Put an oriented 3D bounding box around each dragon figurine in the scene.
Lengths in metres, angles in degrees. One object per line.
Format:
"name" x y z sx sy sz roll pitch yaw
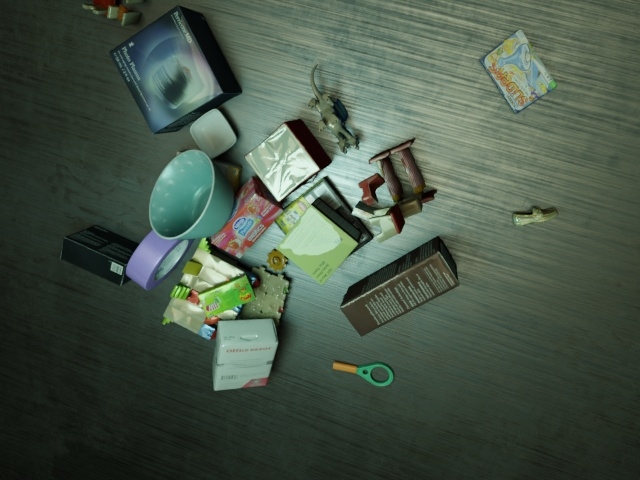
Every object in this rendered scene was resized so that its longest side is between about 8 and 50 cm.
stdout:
"dragon figurine" 0.033 -0.414 1.584 0.085 0.144 0.289 -28 79 21

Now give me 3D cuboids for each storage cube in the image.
"storage cube" -0.103 -0.268 1.602 0.183 0.193 0.215 -35 97 20

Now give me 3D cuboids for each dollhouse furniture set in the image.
"dollhouse furniture set" 0.233 -0.164 1.462 0.152 0.374 0.201 -21 102 22
"dollhouse furniture set" -0.703 -0.882 1.615 0.262 0.135 0.259 29 122 3

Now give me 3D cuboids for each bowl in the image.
"bowl" -0.368 -0.374 1.706 0.142 0.053 0.142 -30 98 19
"bowl" -0.411 -0.132 1.639 0.311 0.163 0.312 -13 68 32

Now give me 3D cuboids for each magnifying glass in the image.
"magnifying glass" 0.162 0.498 1.856 0.230 0.026 0.092 10 108 11

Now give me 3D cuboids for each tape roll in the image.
"tape roll" -0.571 0.044 1.757 0.090 0.275 0.275 36 110 0

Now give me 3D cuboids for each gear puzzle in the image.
"gear puzzle" -0.199 0.185 1.840 0.175 0.044 0.339 20 106 17

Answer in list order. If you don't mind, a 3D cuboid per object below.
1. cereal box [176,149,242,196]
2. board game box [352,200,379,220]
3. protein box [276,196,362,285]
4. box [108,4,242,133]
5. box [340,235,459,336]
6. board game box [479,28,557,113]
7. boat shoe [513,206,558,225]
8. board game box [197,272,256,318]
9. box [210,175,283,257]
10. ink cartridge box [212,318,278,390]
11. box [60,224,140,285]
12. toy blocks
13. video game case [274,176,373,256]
"cereal box" -0.414 -0.213 1.766 0.240 0.047 0.173 16 110 8
"board game box" 0.188 -0.083 1.637 0.154 0.103 0.026 23 110 6
"protein box" 0.000 0.000 1.650 0.201 0.136 0.200 39 110 -1
"box" -0.474 -0.554 1.611 0.294 0.183 0.296 -25 100 17
"box" 0.266 0.155 1.643 0.381 0.191 0.143 -30 98 20
"board game box" 0.589 -0.501 1.457 0.136 0.035 0.201 -35 96 20
"boat shoe" 0.683 -0.083 1.551 0.135 0.050 0.045 -15 108 17
"board game box" -0.330 0.195 1.723 0.181 0.043 0.092 -23 104 -4
"box" -0.262 -0.079 1.708 0.128 0.123 0.257 32 114 -33
"ink cartridge box" -0.284 0.421 1.800 0.207 0.117 0.283 1 132 -19
"box" -0.814 0.053 1.865 0.261 0.184 0.103 23 112 6
"toy blocks" -0.392 0.206 1.810 0.260 0.191 0.381 28 96 -1
"video game case" 0.007 -0.045 1.727 0.248 0.035 0.275 -37 96 20
